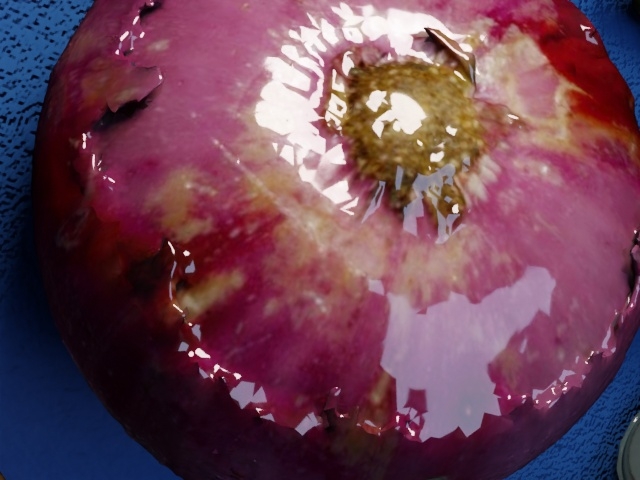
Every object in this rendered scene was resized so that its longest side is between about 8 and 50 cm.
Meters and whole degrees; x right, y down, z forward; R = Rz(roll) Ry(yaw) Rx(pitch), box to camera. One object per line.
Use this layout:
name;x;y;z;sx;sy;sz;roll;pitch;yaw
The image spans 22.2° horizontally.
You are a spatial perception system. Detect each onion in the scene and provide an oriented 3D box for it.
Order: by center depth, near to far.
onion;-0.002;-0.019;0.949;0.358;0.345;0.358;6;79;-36

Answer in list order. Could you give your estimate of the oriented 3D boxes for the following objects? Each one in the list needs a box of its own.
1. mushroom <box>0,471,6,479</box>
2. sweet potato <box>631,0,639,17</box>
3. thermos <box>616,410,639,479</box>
mushroom;-0.271;0.212;0.851;0.297;0.163;0.278;-7;104;-39
sweet potato;0.306;-0.164;1.295;0.274;0.067;0.067;23;86;-45
thermos;0.379;0.241;1.385;0.182;0.145;0.286;-32;130;9
